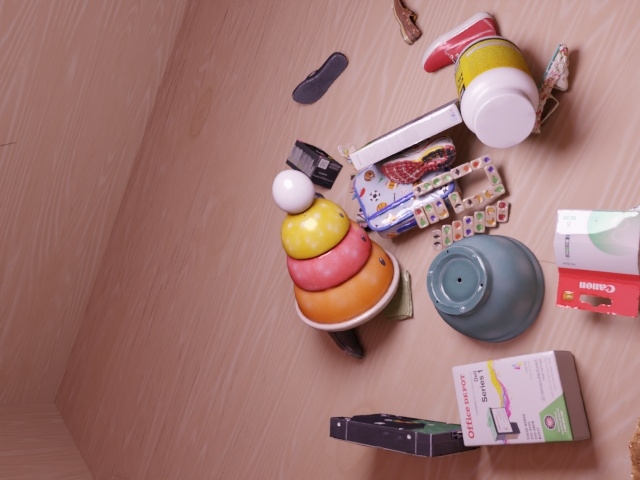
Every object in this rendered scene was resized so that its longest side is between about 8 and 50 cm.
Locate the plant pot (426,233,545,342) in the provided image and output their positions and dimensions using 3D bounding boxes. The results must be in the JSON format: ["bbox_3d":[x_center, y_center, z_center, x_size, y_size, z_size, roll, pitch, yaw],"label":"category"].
[{"bbox_3d":[0.399,0.113,1.472,0.293,0.196,0.293,-13,71,43],"label":"plant pot"}]

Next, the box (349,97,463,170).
[{"bbox_3d":[0.259,-0.308,1.615,0.321,0.232,0.059,-22,100,26],"label":"box"}]

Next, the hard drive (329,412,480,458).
[{"bbox_3d":[0.223,0.521,1.525,0.338,0.236,0.064,-9,75,43],"label":"hard drive"}]

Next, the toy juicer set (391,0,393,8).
[{"bbox_3d":[0.331,-0.953,1.870,0.328,0.089,0.210,-26,63,39],"label":"toy juicer set"}]

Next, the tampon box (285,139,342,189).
[{"bbox_3d":[-0.024,-0.276,2.043,0.161,0.120,0.102,44,112,41],"label":"tampon box"}]

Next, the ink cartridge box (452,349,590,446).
[{"bbox_3d":[0.480,0.390,1.381,0.278,0.117,0.202,-22,65,41],"label":"ink cartridge box"}]

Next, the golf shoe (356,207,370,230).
[{"bbox_3d":[0.187,-0.087,1.825,0.186,0.067,0.086,-13,71,43],"label":"golf shoe"}]

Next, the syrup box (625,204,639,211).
[{"bbox_3d":[0.720,-0.025,1.252,0.236,0.096,0.093,-26,66,38],"label":"syrup box"}]

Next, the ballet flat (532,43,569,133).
[{"bbox_3d":[0.600,-0.390,1.487,0.077,0.091,0.241,30,109,14],"label":"ballet flat"}]

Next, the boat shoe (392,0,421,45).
[{"bbox_3d":[0.290,-0.739,1.883,0.060,0.064,0.178,-27,69,33],"label":"boat shoe"}]

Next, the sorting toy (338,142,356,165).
[{"bbox_3d":[0.094,-0.302,1.963,0.045,0.075,0.083,-43,53,29],"label":"sorting toy"}]

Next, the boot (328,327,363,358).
[{"bbox_3d":[0.117,0.250,1.824,0.189,0.076,0.209,41,103,40],"label":"boot"}]

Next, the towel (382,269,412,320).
[{"bbox_3d":[0.236,0.171,1.744,0.110,0.027,0.148,-16,70,43],"label":"towel"}]

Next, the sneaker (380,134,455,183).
[{"bbox_3d":[0.278,-0.231,1.607,0.225,0.088,0.093,-16,41,27],"label":"sneaker"}]

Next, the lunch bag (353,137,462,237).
[{"bbox_3d":[0.263,-0.154,1.691,0.303,0.115,0.243,-29,57,19],"label":"lunch bag"}]

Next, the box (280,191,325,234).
[{"bbox_3d":[-0.015,-0.012,2.016,0.216,0.060,0.270,-53,49,24],"label":"box"}]

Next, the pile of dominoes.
[{"bbox_3d":[0.384,-0.100,1.554,0.251,0.040,0.196,-24,88,18],"label":"pile of dominoes"}]

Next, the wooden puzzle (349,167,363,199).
[{"bbox_3d":[0.126,-0.206,1.953,0.078,0.014,0.117,-19,68,41],"label":"wooden puzzle"}]

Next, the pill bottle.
[{"bbox_3d":[0.449,-0.381,1.451,0.188,0.187,0.334,-40,24,32],"label":"pill bottle"}]

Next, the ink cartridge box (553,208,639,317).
[{"bbox_3d":[0.609,0.045,1.248,0.180,0.056,0.225,5,86,46],"label":"ink cartridge box"}]

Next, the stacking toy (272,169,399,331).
[{"bbox_3d":[0.000,0.000,1.646,0.350,0.480,0.351,-19,36,15],"label":"stacking toy"}]

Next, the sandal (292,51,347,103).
[{"bbox_3d":[-0.001,-0.609,2.131,0.254,0.097,0.055,-36,44,22],"label":"sandal"}]

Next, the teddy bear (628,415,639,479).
[{"bbox_3d":[0.788,0.439,1.085,0.337,0.113,0.245,-21,73,32],"label":"teddy bear"}]

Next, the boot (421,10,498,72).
[{"bbox_3d":[0.423,-0.540,1.685,0.244,0.088,0.176,-30,62,33],"label":"boot"}]
